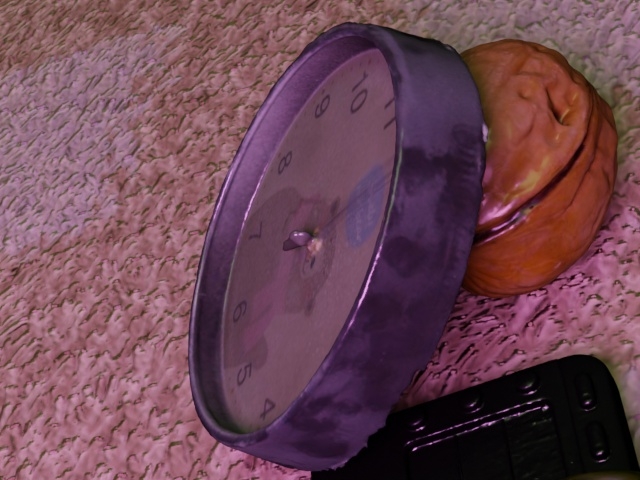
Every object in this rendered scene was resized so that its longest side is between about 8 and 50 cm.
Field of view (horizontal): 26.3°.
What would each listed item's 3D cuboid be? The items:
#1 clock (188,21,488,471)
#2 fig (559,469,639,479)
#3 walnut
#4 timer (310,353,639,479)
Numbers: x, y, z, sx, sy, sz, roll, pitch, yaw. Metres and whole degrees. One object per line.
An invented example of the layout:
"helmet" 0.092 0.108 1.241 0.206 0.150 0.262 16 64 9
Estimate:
"clock" 0.000 0.000 0.837 0.280 0.055 0.281 -46 34 44
"fig" 0.089 0.233 0.615 0.275 0.206 0.206 -36 37 27
"walnut" 0.118 -0.044 0.872 0.144 0.144 0.180 1 40 29
"timer" 0.088 0.151 0.767 0.187 0.055 0.144 -21 40 16
